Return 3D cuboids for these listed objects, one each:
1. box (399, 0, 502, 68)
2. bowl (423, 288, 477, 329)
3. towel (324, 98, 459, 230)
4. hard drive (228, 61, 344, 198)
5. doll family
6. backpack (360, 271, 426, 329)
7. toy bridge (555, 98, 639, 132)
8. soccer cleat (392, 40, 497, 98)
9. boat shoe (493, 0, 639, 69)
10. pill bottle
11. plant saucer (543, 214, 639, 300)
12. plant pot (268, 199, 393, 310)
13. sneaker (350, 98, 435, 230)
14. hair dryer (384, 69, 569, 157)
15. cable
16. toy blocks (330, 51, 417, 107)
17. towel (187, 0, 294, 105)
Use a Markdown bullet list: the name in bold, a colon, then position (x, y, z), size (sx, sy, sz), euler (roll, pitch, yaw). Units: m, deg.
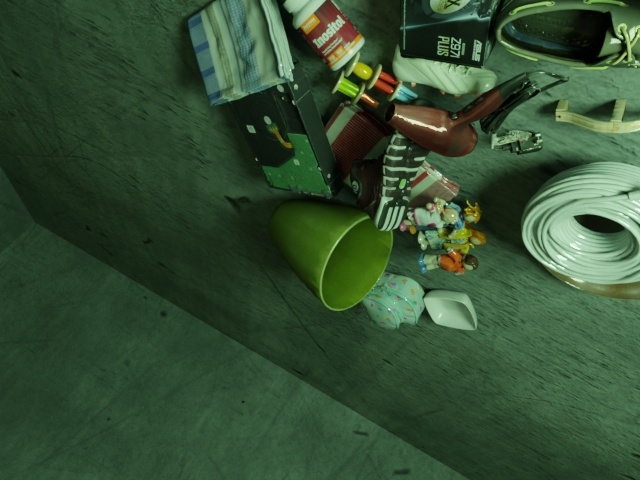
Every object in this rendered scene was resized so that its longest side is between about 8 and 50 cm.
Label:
- **box**: position (0.206, -0.380, 0.783), size (0.147, 0.078, 0.180), euler (19, 146, 21)
- **bowl**: position (0.385, 0.195, 1.450), size (0.142, 0.053, 0.142), euler (4, 139, 40)
- **towel**: position (0.141, -0.169, 1.184), size (0.329, 0.037, 0.237), euler (38, 151, -5)
- **hard drive**: position (-0.091, -0.262, 1.202), size (0.236, 0.064, 0.339), euler (15, 141, 39)
- **doll family**: position (0.291, -0.031, 1.142), size (0.163, 0.119, 0.263), euler (-4, 140, 32)
- **backpack**: position (0.218, 0.182, 1.502), size (0.188, 0.144, 0.166), euler (3, 133, 35)
- **toy bridge**: position (0.480, -0.200, 0.802), size (0.188, 0.063, 0.026), euler (11, 143, 33)
- **soccer cleat**: position (0.218, -0.308, 0.889), size (0.196, 0.068, 0.076), euler (20, 144, 26)
- **boat shoe**: position (0.405, -0.294, 0.710), size (0.304, 0.091, 0.109), euler (19, 147, 22)
- **pill bottle**: position (0.004, -0.402, 0.928), size (0.152, 0.086, 0.086), euler (44, 147, -18)
- **plant saucer**: position (0.595, 0.007, 1.001), size (0.310, 0.050, 0.311), euler (24, 148, 16)
- **plant pot**: position (0.000, 0.000, 1.368), size (0.293, 0.274, 0.275), euler (32, 154, 37)
- **sneaker**: position (0.130, -0.174, 1.050), size (0.162, 0.106, 0.282), euler (41, 122, 44)
- **hair dryer**: position (0.260, -0.228, 0.878), size (0.293, 0.080, 0.224), euler (-4, 153, 12)
- **cable**: position (0.505, -0.027, 0.906), size (0.257, 0.089, 0.257), euler (10, 143, 34)
- **toy blocks**: position (0.109, -0.303, 1.004), size (0.148, 0.054, 0.123), euler (25, 160, -15)
- **towel**: position (-0.179, -0.412, 1.053), size (0.284, 0.034, 0.210), euler (-1, 108, 44)
